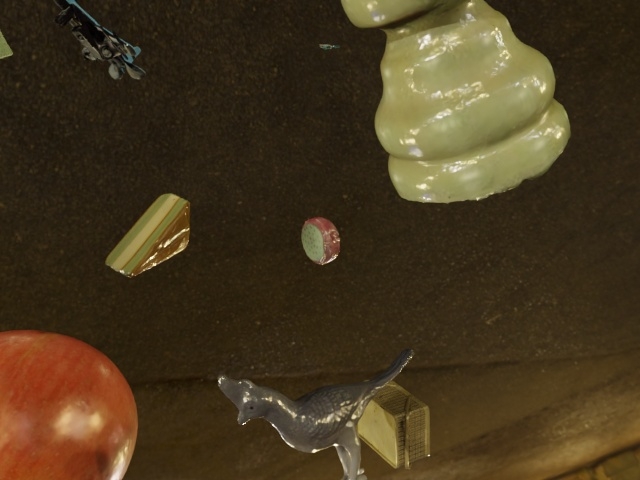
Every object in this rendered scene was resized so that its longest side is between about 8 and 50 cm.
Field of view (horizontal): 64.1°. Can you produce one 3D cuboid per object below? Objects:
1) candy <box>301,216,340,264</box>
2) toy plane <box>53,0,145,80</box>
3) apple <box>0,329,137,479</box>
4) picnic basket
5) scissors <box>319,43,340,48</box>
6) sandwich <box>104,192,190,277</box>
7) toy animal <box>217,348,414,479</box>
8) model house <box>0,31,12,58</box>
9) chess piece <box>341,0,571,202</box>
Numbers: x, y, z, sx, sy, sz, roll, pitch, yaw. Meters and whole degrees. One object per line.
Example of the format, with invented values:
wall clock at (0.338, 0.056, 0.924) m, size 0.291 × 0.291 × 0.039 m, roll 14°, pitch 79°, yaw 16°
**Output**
candy at (0.000, 0.000, 1.097) m, size 0.043 × 0.103 × 0.103 m, roll -15°, pitch 144°, yaw -34°
toy plane at (-0.464, -0.416, 1.017) m, size 0.246 × 0.169 × 0.078 m, roll 38°, pitch 71°, yaw -51°
apple at (-0.509, 0.345, 0.869) m, size 0.363 × 0.364 × 0.364 m, roll -13°, pitch 141°, yaw -11°
picnic basket at (0.138, 0.353, 1.003) m, size 0.079 × 0.164 × 0.115 m, roll -8°, pitch 103°, yaw -26°
scissors at (0.023, -0.664, 1.750) m, size 0.058 × 0.119 × 0.014 m, roll -16°, pitch 118°, yaw -16°
sandwich at (-0.341, -0.016, 1.012) m, size 0.163 × 0.079 × 0.114 m, roll -35°, pitch 142°, yaw -53°
toy animal at (0.027, 0.285, 0.789) m, size 0.366 × 0.206 × 0.081 m, roll 1°, pitch 160°, yaw -34°
model house at (-0.612, -0.361, 0.839) m, size 0.100 × 0.127 × 0.149 m, roll -3°, pitch 119°, yaw 10°
chess piece at (0.072, -0.159, 0.342) m, size 0.133 × 0.133 × 0.243 m, roll -25°, pitch 115°, yaw 4°
